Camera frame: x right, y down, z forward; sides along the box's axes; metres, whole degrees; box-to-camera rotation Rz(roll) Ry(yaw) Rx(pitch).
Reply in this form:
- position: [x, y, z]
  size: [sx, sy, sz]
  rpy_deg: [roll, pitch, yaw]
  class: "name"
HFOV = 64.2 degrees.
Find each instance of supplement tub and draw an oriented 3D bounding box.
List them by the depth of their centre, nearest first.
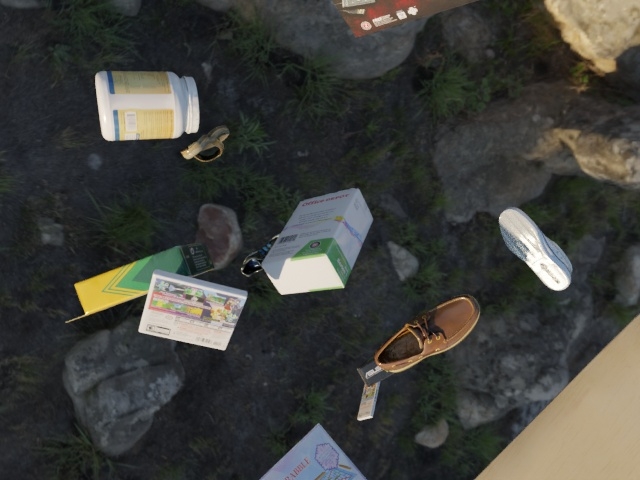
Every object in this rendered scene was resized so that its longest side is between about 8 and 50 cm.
- position: [-0.376, -0.293, 1.113]
  size: [0.199, 0.144, 0.145]
  rpy_deg: [-7, 101, -23]
  class: "supplement tub"

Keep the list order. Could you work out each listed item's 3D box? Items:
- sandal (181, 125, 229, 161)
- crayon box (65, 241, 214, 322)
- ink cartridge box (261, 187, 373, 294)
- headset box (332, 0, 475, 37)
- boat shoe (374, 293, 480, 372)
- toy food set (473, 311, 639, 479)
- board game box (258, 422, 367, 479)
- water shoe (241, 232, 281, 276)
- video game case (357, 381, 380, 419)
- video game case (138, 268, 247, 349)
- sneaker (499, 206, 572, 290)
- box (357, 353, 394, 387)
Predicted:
- position: [-0.221, -0.183, 1.014]
  size: [0.072, 0.180, 0.049]
  rpy_deg: [-34, 103, 17]
  class: "sandal"
- position: [-0.451, 0.097, 1.274]
  size: [0.322, 0.203, 0.083]
  rpy_deg: [-21, 91, 4]
  class: "crayon box"
- position: [0.000, 0.000, 1.357]
  size: [0.117, 0.201, 0.278]
  rpy_deg: [60, 38, -29]
  class: "ink cartridge box"
- position: [0.059, -0.340, 0.423]
  size: [0.293, 0.217, 0.110]
  rpy_deg: [41, 57, -46]
  class: "headset box"
- position: [0.157, 0.141, 0.759]
  size: [0.178, 0.064, 0.060]
  rpy_deg: [-36, 157, 14]
  class: "boat shoe"
- position: [0.253, 0.207, 0.355]
  size: [0.092, 0.220, 0.306]
  rpy_deg: [29, 104, -37]
  class: "toy food set"
- position: [-0.003, 0.587, 1.019]
  size: [0.318, 0.318, 0.066]
  rpy_deg: [-25, 156, -49]
  class: "board game box"
- position: [-0.157, 0.051, 1.555]
  size: [0.073, 0.203, 0.080]
  rpy_deg: [48, 30, -14]
  class: "water shoe"
- position: [0.144, 0.465, 1.508]
  size: [0.011, 0.087, 0.122]
  rpy_deg: [24, 59, -11]
  class: "video game case"
- position: [-0.282, 0.157, 1.124]
  size: [0.201, 0.023, 0.184]
  rpy_deg: [16, 125, -15]
  class: "video game case"
- position: [0.574, 0.015, 1.367]
  size: [0.258, 0.094, 0.091]
  rpy_deg: [54, 39, -1]
  class: "sneaker"
- position: [0.246, 0.295, 1.404]
  size: [0.060, 0.270, 0.216]
  rpy_deg: [60, 13, 10]
  class: "box"
